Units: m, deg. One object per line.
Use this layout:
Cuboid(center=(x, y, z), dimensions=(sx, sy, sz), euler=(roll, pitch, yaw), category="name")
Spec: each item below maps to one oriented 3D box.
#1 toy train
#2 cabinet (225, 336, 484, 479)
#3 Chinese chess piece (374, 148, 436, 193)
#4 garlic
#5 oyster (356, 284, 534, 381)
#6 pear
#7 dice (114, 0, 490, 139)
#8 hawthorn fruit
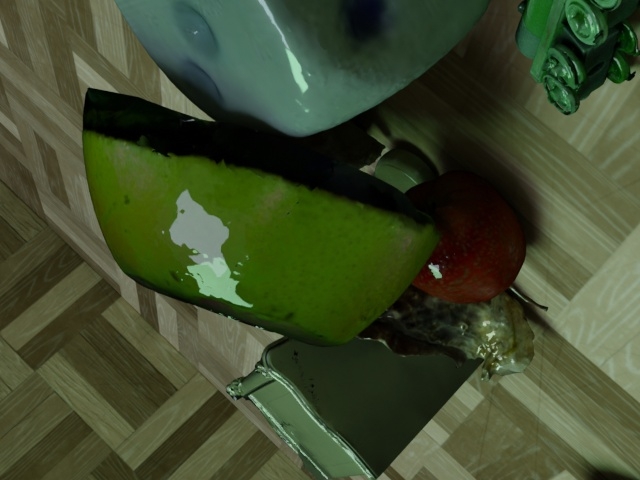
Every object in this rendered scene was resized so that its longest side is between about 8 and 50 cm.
Cuboid(center=(0.212, -0.199, 0.813), dimensions=(0.119, 0.085, 0.251), euler=(57, 171, 17), category="toy train")
Cuboid(center=(0.050, 0.182, 1.491), dimensions=(0.227, 0.290, 0.318), euler=(46, 159, 0), category="cabinet")
Cuboid(center=(0.109, -0.080, 1.271), dimensions=(0.084, 0.034, 0.084), euler=(33, 158, 16), category="Chinese chess piece")
Cuboid(center=(-0.047, -0.157, 1.265), dimensions=(0.191, 0.160, 0.214), euler=(10, 141, 47), category="garlic")
Cuboid(center=(0.129, 0.061, 1.284), dimensions=(0.100, 0.271, 0.275), euler=(-55, 50, 57), category="oyster")
Cuboid(center=(-0.083, -0.002, 1.042), dimensions=(0.399, 0.165, 0.399), euler=(20, 175, 2), category="pear")
Cuboid(center=(-0.023, -0.264, 0.901), dimensions=(0.268, 0.264, 0.262), euler=(9, 137, 55), category="dice")
Cuboid(center=(0.181, 0.014, 1.190), dimensions=(0.162, 0.162, 0.203), euler=(18, 162, 50), category="hawthorn fruit")
